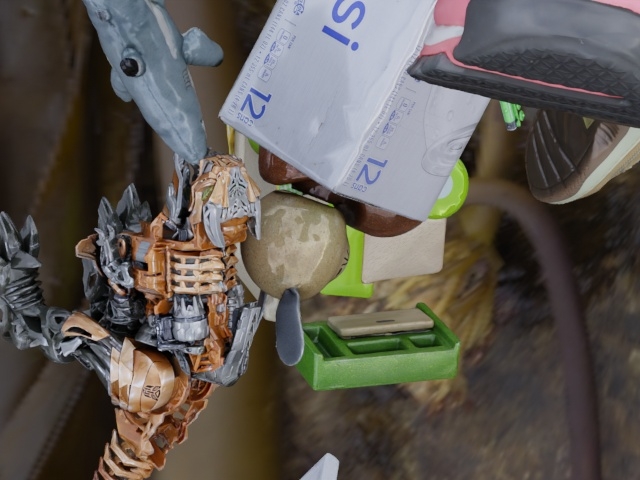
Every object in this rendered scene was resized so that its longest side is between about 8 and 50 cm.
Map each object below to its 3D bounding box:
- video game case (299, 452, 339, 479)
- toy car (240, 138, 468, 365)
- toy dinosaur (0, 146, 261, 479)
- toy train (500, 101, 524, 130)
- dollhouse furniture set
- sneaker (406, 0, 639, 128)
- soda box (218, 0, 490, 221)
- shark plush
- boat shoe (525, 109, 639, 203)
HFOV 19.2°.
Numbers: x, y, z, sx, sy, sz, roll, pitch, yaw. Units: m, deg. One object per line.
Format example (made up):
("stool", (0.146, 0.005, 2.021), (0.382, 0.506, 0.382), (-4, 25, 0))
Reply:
("video game case", (-0.041, 0.280, 1.735), (0.019, 0.157, 0.143), (40, 110, -11))
("toy car", (0.000, 0.000, 1.426), (0.149, 0.155, 0.188), (22, 90, -24))
("toy dinosaur", (-0.143, 0.066, 1.436), (0.218, 0.164, 0.322), (35, 101, 32))
("toy train", (0.160, -0.132, 1.650), (0.017, 0.024, 0.083), (-3, 126, 24))
("dollhouse furniture set", (0.018, -0.004, 1.923), (0.151, 0.301, 0.197), (-6, 115, -20))
("sneaker", (0.115, -0.121, 0.765), (0.116, 0.314, 0.136), (13, 100, 11))
("soda box", (0.066, -0.160, 1.004), (0.098, 0.091, 0.286), (33, 100, 37))
("shark plush", (-0.105, -0.119, 1.123), (0.073, 0.161, 0.067), (-11, 47, 7))
("boat shoe", (0.185, -0.072, 1.134), (0.072, 0.190, 0.068), (-5, 73, -20))
